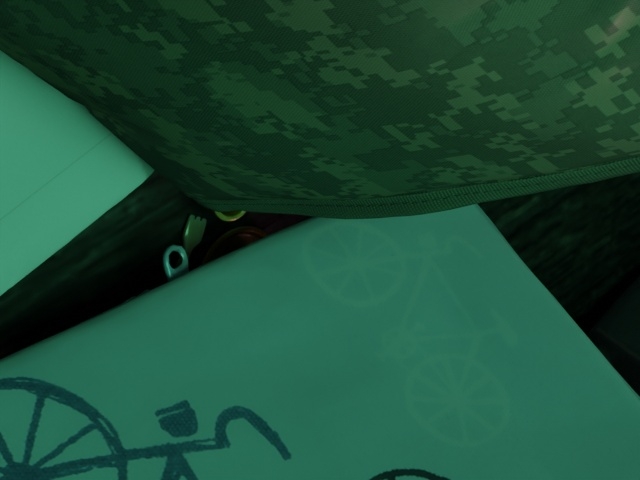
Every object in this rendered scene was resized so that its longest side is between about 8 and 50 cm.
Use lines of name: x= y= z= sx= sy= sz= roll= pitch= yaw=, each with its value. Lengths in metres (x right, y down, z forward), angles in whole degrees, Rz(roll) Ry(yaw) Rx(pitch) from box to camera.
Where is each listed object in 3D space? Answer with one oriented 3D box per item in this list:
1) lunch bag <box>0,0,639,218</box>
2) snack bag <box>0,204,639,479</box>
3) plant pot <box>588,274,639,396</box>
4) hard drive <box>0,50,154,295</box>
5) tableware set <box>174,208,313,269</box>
lunch bag: x=0.017 y=-0.121 z=0.633 sx=0.235 sy=0.287 sz=0.169 roll=38 pitch=63 yaw=-47
snack bag: x=0.007 y=0.131 z=0.725 sx=0.342 sy=0.323 sz=0.037 roll=-26 pitch=151 yaw=-25
plant pot: x=0.289 y=0.117 z=1.001 sx=0.252 sy=0.248 sz=0.247 roll=-8 pitch=110 yaw=-20
hard drive: x=-0.202 y=-0.094 z=0.658 sx=0.203 sy=0.040 sz=0.307 roll=-40 pitch=126 yaw=-22
tableware set: x=0.000 y=0.000 z=0.863 sx=0.154 sy=0.024 sz=0.104 roll=16 pitch=94 yaw=-41
